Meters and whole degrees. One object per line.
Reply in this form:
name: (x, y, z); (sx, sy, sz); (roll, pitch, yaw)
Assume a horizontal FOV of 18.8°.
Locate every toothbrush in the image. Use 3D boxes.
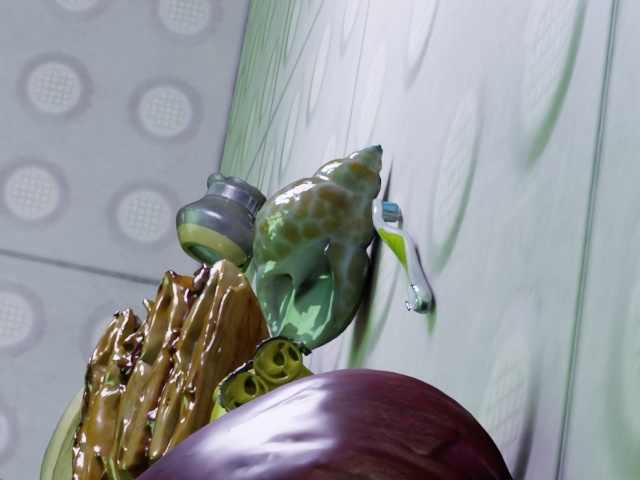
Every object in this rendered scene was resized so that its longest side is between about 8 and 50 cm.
toothbrush: (0.059, 0.008, 1.474); (0.263, 0.026, 0.022); (-101, 17, -73)

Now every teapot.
teapot: (-0.136, -0.018, 2.827); (0.119, 0.130, 0.166); (-66, -30, -21)

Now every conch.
conch: (-0.003, 0.012, 1.695); (0.116, 0.106, 0.173); (-25, 70, 54)

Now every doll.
doll: (-0.034, 0.165, 1.676); (0.143, 0.135, 0.221); (-47, -12, -21)

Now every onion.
onion: (-0.053, 0.213, 0.984); (0.347, 0.285, 0.348); (-154, 90, -88)

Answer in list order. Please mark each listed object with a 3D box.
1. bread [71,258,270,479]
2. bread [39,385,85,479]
bread: (-0.138, 0.204, 1.895); (0.324, 0.167, 0.277); (80, -161, -50)
bread: (-0.213, 0.289, 2.454); (0.320, 0.237, 0.320); (-53, 26, 41)
